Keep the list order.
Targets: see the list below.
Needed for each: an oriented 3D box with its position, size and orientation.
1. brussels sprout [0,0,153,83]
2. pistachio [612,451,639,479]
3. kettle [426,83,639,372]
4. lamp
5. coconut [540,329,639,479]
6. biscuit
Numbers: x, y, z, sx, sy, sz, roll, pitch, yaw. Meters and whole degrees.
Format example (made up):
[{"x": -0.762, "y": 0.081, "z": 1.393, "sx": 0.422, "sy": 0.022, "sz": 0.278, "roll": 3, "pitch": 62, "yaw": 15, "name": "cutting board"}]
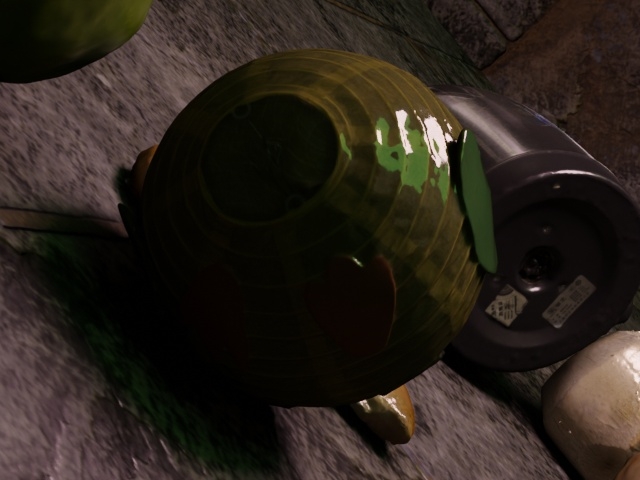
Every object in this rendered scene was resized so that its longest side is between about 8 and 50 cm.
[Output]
[{"x": -0.225, "y": -0.292, "z": 1.220, "sx": 0.425, "sy": 0.342, "sz": 0.361, "roll": 92, "pitch": 5, "yaw": -57, "name": "brussels sprout"}, {"x": 0.355, "y": 0.299, "z": 1.713, "sx": 0.162, "sy": 0.181, "sz": 0.293, "roll": -4, "pitch": 38, "yaw": -22, "name": "pistachio"}, {"x": 0.189, "y": -0.027, "z": 1.972, "sx": 0.321, "sy": 0.228, "sz": 0.324, "roll": 29, "pitch": 15, "yaw": -33, "name": "kettle"}, {"x": 0.000, "y": 0.000, "z": 1.326, "sx": 0.250, "sy": 0.250, "sz": 0.284, "roll": 55, "pitch": 0, "yaw": 25, "name": "lamp"}, {"x": 0.316, "y": 0.182, "z": 1.949, "sx": 0.162, "sy": 0.161, "sz": 0.161, "roll": 53, "pitch": 14, "yaw": 15, "name": "coconut"}, {"x": -0.035, "y": 0.035, "z": 1.496, "sx": 0.299, "sy": 0.045, "sz": 0.154, "roll": 43, "pitch": 13, "yaw": -21, "name": "biscuit"}]
